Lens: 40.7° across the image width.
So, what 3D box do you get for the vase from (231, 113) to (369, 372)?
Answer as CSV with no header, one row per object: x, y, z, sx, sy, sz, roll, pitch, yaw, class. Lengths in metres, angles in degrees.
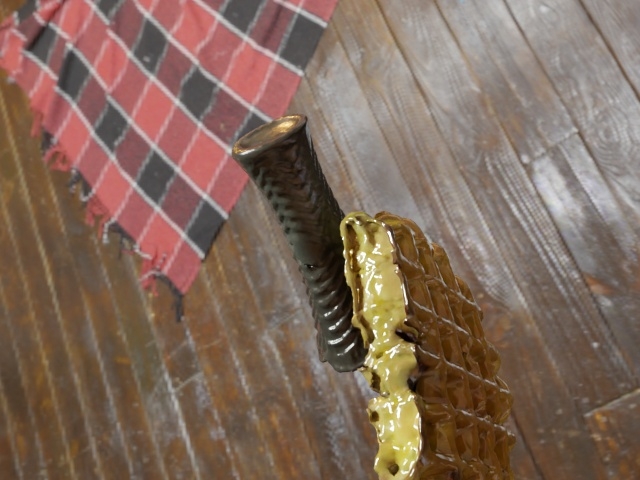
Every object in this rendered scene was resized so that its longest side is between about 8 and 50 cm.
0.000,0.000,0.828,0.115,0.115,0.237,-8,119,37,vase

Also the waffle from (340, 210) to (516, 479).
0.101,0.116,0.763,0.065,0.283,0.309,-25,105,27,waffle
